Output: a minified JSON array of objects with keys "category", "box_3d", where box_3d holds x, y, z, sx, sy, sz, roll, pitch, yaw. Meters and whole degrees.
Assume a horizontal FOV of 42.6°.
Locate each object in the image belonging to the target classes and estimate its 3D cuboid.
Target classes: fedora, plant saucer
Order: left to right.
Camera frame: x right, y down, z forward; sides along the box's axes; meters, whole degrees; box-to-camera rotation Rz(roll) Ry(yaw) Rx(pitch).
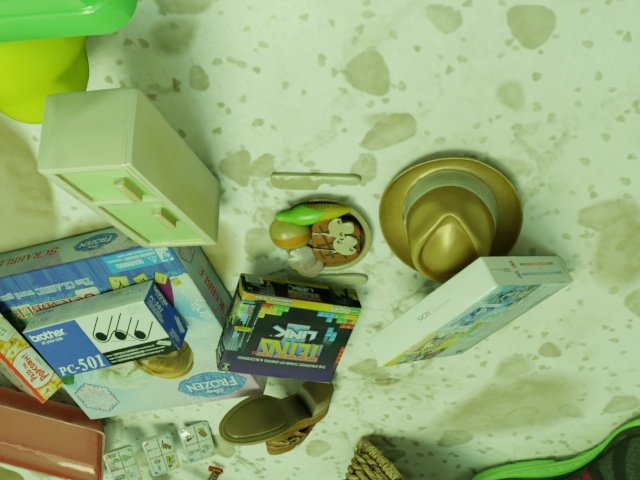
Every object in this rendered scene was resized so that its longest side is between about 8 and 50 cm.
[{"category":"plant saucer","box_3d":[-0.493,0.333,1.420,0.258,0.048,0.259,16,141,-4]},{"category":"fedora","box_3d":[0.158,-0.009,1.009,0.194,0.079,0.194,5,130,6]}]

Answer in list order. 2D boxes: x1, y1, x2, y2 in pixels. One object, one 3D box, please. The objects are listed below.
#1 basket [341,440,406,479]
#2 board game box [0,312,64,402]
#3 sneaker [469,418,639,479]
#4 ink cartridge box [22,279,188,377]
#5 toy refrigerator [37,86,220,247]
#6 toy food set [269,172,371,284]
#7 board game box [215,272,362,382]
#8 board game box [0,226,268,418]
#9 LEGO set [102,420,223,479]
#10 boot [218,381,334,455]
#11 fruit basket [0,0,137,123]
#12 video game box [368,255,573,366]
[{"category":"basket","box_3d":[0.158,0.493,1.316,0.213,0.223,0.299,-3,131,36]},{"category":"board game box","box_3d":[-0.478,0.148,1.218,0.146,0.045,0.194,-1,130,56]},{"category":"sneaker","box_3d":[0.433,0.416,1.245,0.482,0.202,0.185,-32,119,31]},{"category":"ink cartridge box","box_3d":[-0.298,0.125,1.139,0.207,0.046,0.097,-15,124,22]},{"category":"toy refrigerator","box_3d":[-0.203,-0.067,0.927,0.102,0.094,0.269,-2,162,10]},{"category":"toy food set","box_3d":[0.000,0.000,1.071,0.132,0.039,0.192,0,130,10]},{"category":"board game box","box_3d":[-0.046,0.124,1.136,0.170,0.048,0.141,9,120,-19]},{"category":"board game box","box_3d":[-0.280,0.126,1.212,0.318,0.066,0.318,-12,127,20]},{"category":"LEGO set","box_3d":[-0.261,0.430,1.450,0.182,0.060,0.244,-17,117,-10]},{"category":"boot","box_3d":[-0.072,0.291,1.261,0.197,0.073,0.152,-16,149,-27]},{"category":"fruit basket","box_3d":[-0.336,-0.281,0.796,0.391,0.283,0.392,0,173,0]},{"category":"video game box","box_3d":[0.190,0.089,1.043,0.187,0.048,0.205,-2,149,-48]}]
